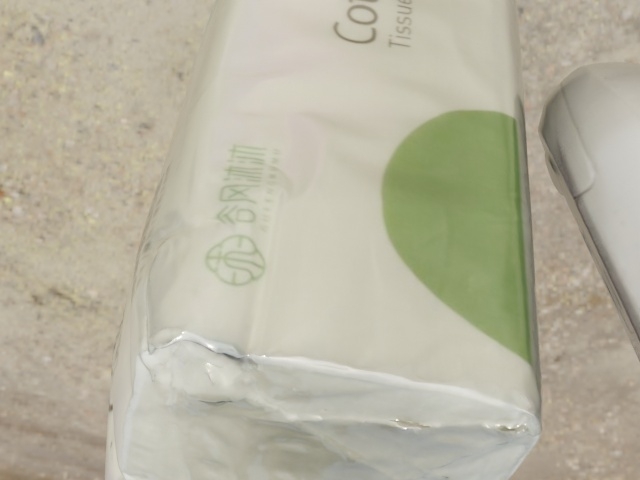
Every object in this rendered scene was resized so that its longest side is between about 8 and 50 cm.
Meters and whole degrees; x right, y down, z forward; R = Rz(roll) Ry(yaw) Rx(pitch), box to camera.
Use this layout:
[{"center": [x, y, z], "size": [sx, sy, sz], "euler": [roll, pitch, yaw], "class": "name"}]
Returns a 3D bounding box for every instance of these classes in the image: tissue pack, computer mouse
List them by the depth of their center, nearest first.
[{"center": [0.224, 0.030, 0.544], "size": [0.121, 0.296, 0.184], "euler": [-25, 164, 9], "class": "computer mouse"}, {"center": [-0.002, 0.000, 0.570], "size": [0.194, 0.356, 0.266], "euler": [13, 138, -7], "class": "tissue pack"}]
